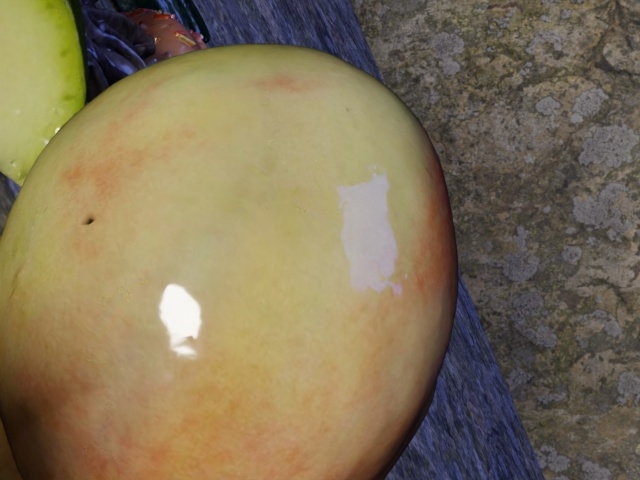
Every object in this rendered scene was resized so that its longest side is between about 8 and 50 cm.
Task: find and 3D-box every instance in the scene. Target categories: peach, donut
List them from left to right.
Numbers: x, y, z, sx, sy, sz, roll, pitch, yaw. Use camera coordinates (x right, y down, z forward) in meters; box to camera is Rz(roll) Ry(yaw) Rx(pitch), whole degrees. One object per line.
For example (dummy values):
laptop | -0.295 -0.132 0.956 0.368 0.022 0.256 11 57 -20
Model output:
donut | -0.143 -0.140 0.894 0.065 0.117 0.166 59 14 -45
peach | -0.051 0.046 0.566 0.247 0.292 0.292 22 29 -14

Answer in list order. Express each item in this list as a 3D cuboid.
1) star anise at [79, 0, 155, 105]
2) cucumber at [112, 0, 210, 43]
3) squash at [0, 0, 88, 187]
star anise | -0.198 -0.138 0.700 0.236 0.109 0.223 34 37 -42
cucumber | -0.166 -0.249 1.109 0.116 0.062 0.115 -87 154 -60
squash | -0.177 -0.154 0.572 0.192 0.085 0.184 41 41 -32
